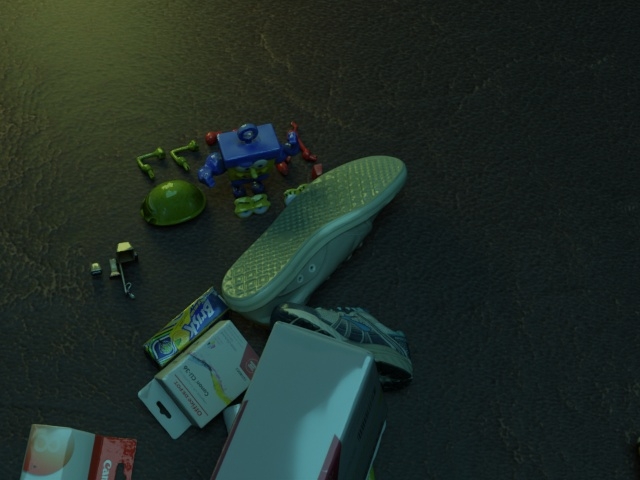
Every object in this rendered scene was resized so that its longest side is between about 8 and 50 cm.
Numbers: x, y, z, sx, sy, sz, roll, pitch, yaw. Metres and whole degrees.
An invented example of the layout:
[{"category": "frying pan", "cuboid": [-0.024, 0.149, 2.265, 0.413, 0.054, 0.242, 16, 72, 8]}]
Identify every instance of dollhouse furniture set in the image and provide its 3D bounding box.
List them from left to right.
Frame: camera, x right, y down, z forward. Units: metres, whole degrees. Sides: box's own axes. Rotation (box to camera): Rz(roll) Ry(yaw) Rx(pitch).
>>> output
[{"category": "dollhouse furniture set", "cuboid": [-0.368, 0.060, 1.763, 0.090, 0.114, 0.081, -11, 72, -13]}]

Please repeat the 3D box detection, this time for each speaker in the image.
[{"category": "speaker", "cuboid": [-0.130, 0.353, 1.689, 0.055, 0.055, 0.136, -11, 69, -11]}]

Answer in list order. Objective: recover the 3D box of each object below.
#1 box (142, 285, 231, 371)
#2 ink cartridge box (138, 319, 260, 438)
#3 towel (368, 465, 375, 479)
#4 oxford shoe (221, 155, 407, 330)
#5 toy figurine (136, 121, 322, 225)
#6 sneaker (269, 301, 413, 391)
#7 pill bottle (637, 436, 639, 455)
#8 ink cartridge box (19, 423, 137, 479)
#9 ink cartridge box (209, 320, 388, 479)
[{"category": "box", "cuboid": [-0.238, 0.162, 1.759, 0.054, 0.059, 0.169, 44, 69, 13]}, {"category": "ink cartridge box", "cuboid": [-0.206, 0.245, 1.701, 0.198, 0.067, 0.115, -41, 101, -20]}, {"category": "towel", "cuboid": [0.033, 0.326, 1.737, 0.102, 0.021, 0.237, -5, 67, -7]}, {"category": "oxford shoe", "cuboid": [0.000, 0.000, 1.822, 0.169, 0.130, 0.449, 19, 55, 44]}, {"category": "toy figurine", "cuboid": [-0.171, -0.169, 1.827, 0.362, 0.217, 0.191, -11, 68, -11]}, {"category": "sneaker", "cuboid": [0.037, 0.170, 1.747, 0.283, 0.110, 0.122, 27, 42, -19]}, {"category": "pill bottle", "cuboid": [0.625, 0.428, 1.709, 0.103, 0.103, 0.184, -3, 66, -7]}, {"category": "ink cartridge box", "cuboid": [-0.412, 0.394, 1.648, 0.179, 0.045, 0.146, 6, 66, -1]}, {"category": "ink cartridge box", "cuboid": [-0.020, 0.327, 1.516, 0.160, 0.385, 0.279, 17, 70, 14]}]
